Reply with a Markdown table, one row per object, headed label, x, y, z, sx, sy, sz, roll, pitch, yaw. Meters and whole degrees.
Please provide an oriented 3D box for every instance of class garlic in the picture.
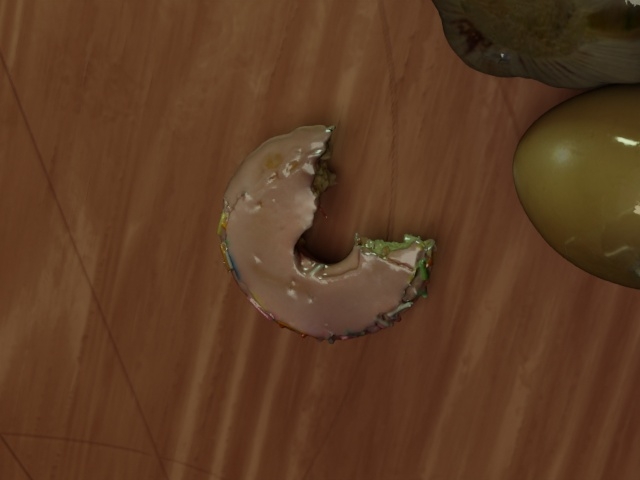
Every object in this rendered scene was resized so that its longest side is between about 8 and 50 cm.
| label | x | y | z | sx | sy | sz | roll | pitch | yaw |
| --- | --- | --- | --- | --- | --- | --- | --- | --- | --- |
| garlic | 0.221 | -0.272 | 1.694 | 0.322 | 0.241 | 0.322 | 39 | 141 | 41 |

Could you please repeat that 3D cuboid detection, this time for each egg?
| label | x | y | z | sx | sy | sz | roll | pitch | yaw |
| --- | --- | --- | --- | --- | --- | --- | --- | --- | --- |
| egg | 0.302 | -0.055 | 1.756 | 0.244 | 0.201 | 0.201 | 15 | 110 | 23 |

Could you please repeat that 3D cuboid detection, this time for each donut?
| label | x | y | z | sx | sy | sz | roll | pitch | yaw |
| --- | --- | --- | --- | --- | --- | --- | --- | --- | --- |
| donut | 0.000 | 0.000 | 1.926 | 0.199 | 0.085 | 0.233 | -38 | 93 | 23 |
